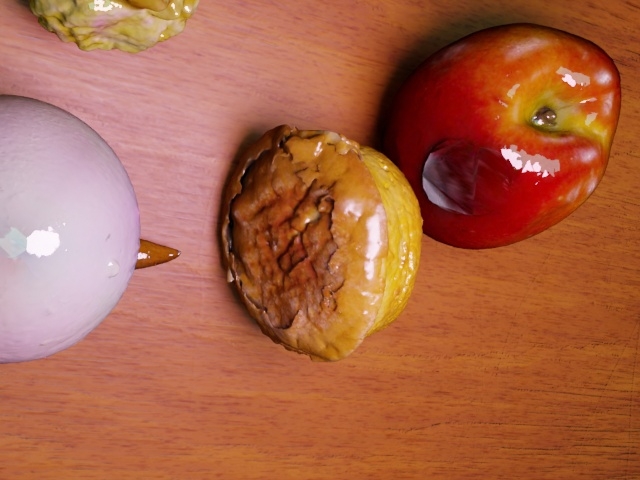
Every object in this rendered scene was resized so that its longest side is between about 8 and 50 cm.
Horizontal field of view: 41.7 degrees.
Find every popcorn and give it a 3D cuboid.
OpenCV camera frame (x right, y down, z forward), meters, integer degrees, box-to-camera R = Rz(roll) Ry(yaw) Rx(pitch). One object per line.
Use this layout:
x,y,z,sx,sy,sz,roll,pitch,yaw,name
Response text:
-0.273,-0.369,1.143,0.259,0.259,0.212,-10,78,-24,popcorn

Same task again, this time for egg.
-0.397,-0.007,1.060,0.355,0.340,0.354,-3,98,-19,egg

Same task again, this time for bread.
0.001,-0.003,1.320,0.204,0.337,0.358,-12,109,-48,bread

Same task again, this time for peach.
0.271,-0.154,1.339,0.335,0.406,0.310,53,46,-12,peach

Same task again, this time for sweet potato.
-0.346,0.018,1.290,0.265,0.057,0.057,2,100,-20,sweet potato
